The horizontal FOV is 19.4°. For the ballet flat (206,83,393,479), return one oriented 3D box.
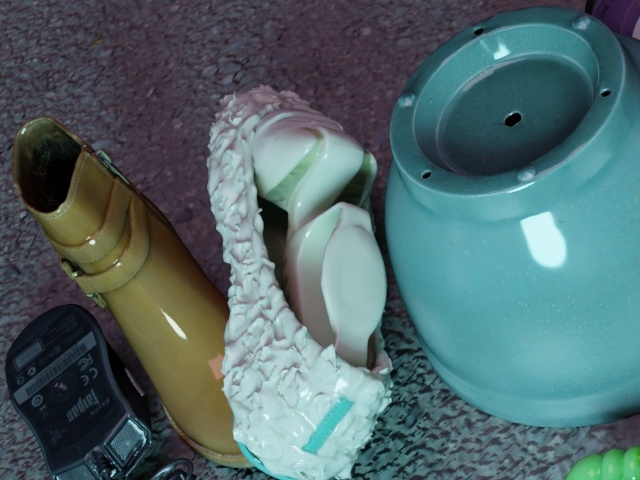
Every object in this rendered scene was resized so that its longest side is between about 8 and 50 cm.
[{"bbox_3d":[0.000,0.000,1.417,0.147,0.147,0.409,-22,44,14],"label":"ballet flat"}]

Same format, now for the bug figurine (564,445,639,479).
[{"bbox_3d":[0.237,0.166,1.135,0.216,0.072,0.279,-20,23,28],"label":"bug figurine"}]

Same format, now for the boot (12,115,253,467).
[{"bbox_3d":[-0.130,0.033,1.437,0.109,0.220,0.283,-33,43,2],"label":"boot"}]

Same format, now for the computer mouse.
[{"bbox_3d":[-0.201,0.180,1.481,0.184,0.060,0.262,-43,46,2],"label":"computer mouse"}]

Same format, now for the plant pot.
[{"bbox_3d":[0.165,-0.041,1.335,0.293,0.196,0.293,-17,47,19],"label":"plant pot"}]

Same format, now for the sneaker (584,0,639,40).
[{"bbox_3d":[0.315,-0.261,1.482,0.283,0.107,0.124,-49,37,1],"label":"sneaker"}]
